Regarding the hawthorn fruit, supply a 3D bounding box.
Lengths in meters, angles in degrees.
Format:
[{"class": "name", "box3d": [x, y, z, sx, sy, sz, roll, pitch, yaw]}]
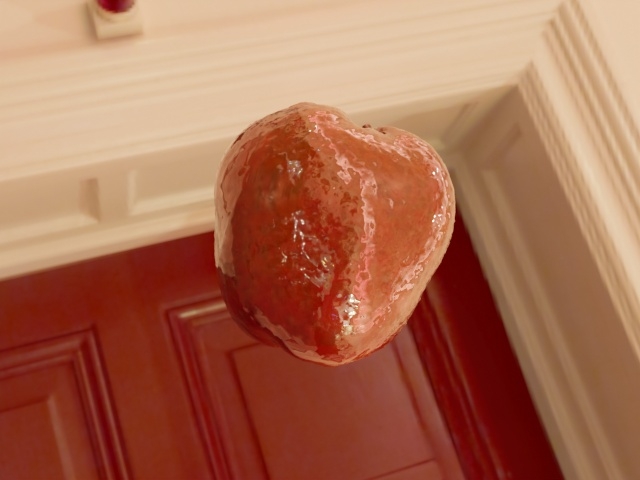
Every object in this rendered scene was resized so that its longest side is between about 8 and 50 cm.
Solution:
[{"class": "hawthorn fruit", "box3d": [0.000, 0.000, 0.512, 0.133, 0.133, 0.137, 136, -31, -70]}]
